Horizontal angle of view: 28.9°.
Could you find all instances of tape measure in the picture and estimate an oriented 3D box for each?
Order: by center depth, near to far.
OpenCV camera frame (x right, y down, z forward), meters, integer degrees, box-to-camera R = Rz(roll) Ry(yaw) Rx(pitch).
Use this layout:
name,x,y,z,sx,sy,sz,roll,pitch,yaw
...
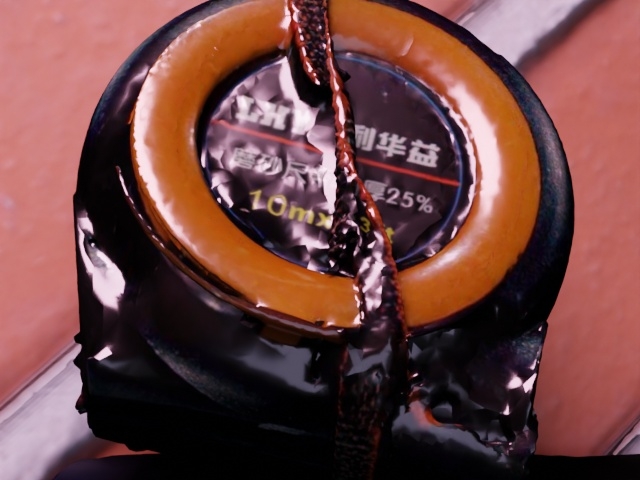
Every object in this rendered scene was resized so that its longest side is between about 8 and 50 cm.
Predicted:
name,x,y,z,sx,sy,sz,roll,pitch,yaw
tape measure,0.000,0.000,0.512,0.202,0.135,0.222,13,58,-1

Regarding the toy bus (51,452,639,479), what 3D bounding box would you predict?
name,x,y,z,sx,sy,sz,roll,pitch,yaw
toy bus,0.075,0.190,0.532,0.387,0.171,0.162,3,97,-18
